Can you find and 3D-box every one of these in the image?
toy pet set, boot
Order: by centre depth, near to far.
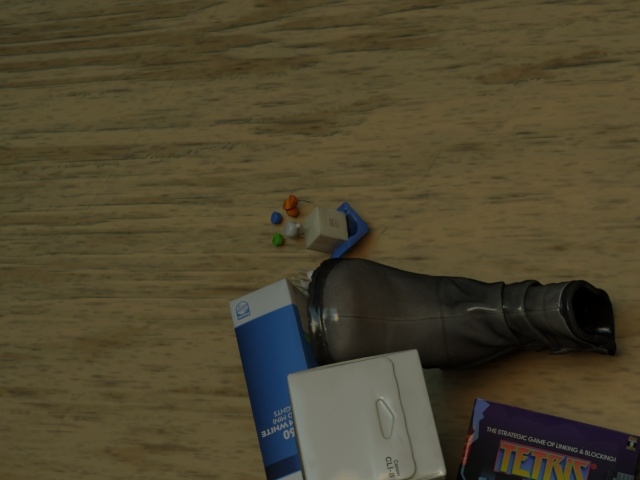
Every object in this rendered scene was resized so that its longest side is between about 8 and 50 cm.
[{"bbox_3d":[0.148,0.068,1.516,0.223,0.338,0.118,-5,86,30],"label":"boot"},{"bbox_3d":[0.000,0.000,1.807,0.114,0.065,0.122,-45,41,47],"label":"toy pet set"}]

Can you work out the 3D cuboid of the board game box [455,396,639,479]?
[{"bbox_3d":[0.218,0.244,1.532,0.170,0.048,0.141,12,73,9],"label":"board game box"}]

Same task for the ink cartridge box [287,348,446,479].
[{"bbox_3d":[0.043,0.199,1.464,0.127,0.176,0.128,-11,63,-3],"label":"ink cartridge box"}]

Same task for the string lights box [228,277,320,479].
[{"bbox_3d":[-0.015,0.186,1.665,0.077,0.133,0.259,-23,58,14],"label":"string lights box"}]
